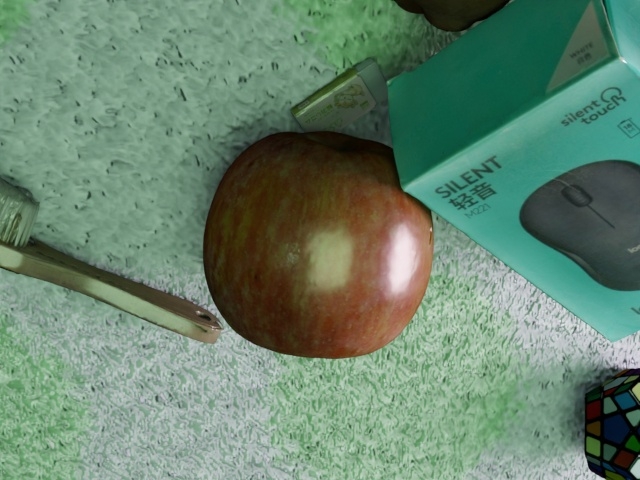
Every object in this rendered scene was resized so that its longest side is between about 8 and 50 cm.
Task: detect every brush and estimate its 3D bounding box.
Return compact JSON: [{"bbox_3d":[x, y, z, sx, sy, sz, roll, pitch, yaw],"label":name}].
[{"bbox_3d":[-0.219,0.005,0.969,0.327,0.070,0.065,26,94,-24],"label":"brush"}]

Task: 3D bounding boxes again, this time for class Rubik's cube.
[{"bbox_3d":[0.319,0.189,1.154,0.112,0.133,0.133,9,112,-46],"label":"Rubik's cube"}]

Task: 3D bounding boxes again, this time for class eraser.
[{"bbox_3d":[0.019,-0.119,0.998,0.083,0.019,0.038,-34,118,2],"label":"eraser"}]

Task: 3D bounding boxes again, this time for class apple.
[{"bbox_3d":[0.000,0.000,0.951,0.188,0.188,0.174,5,108,-16],"label":"apple"}]

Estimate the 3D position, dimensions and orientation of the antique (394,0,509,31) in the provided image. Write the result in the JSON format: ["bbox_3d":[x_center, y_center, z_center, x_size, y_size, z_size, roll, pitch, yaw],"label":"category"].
[{"bbox_3d":[0.140,-0.286,0.894,0.121,0.143,0.257,29,100,-21],"label":"antique"}]

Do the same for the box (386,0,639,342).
[{"bbox_3d":[0.228,-0.058,0.939,0.205,0.118,0.311,-32,131,30],"label":"box"}]
